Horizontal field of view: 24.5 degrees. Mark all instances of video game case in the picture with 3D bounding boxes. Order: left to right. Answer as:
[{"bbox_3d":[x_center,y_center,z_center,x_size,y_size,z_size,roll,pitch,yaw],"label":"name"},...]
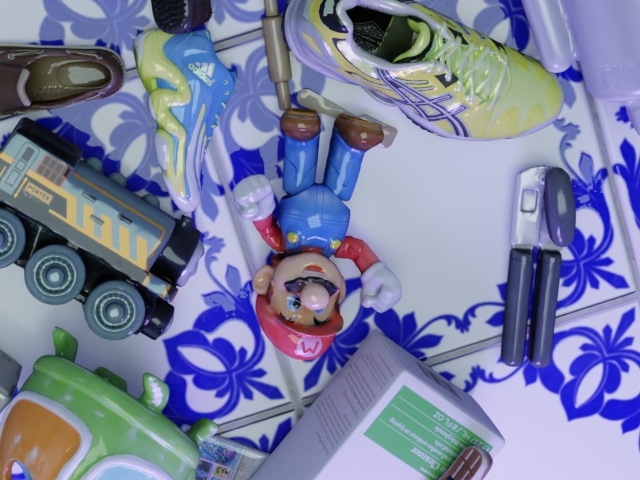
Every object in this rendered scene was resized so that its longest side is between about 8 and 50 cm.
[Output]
[{"bbox_3d":[-0.152,0.346,2.040,0.143,0.019,0.157,21,101,-9],"label":"video game case"}]

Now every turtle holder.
[{"bbox_3d":[-0.286,0.281,1.892,0.243,0.320,0.227,27,74,11],"label":"turtle holder"}]

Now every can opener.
[{"bbox_3d":[0.291,0.039,1.969,0.076,0.095,0.283,3,102,-5],"label":"can opener"}]

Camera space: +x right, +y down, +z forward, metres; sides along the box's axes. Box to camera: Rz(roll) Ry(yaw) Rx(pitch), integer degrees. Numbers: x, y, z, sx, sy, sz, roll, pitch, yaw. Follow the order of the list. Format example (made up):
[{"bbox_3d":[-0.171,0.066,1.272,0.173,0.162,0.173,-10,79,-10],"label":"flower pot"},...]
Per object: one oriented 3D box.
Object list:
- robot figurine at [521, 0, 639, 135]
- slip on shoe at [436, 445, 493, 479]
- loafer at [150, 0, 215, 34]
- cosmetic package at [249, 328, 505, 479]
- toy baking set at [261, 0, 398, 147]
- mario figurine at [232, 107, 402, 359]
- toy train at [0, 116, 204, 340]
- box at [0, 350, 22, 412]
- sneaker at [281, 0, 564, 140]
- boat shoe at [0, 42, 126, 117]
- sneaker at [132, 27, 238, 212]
[{"bbox_3d":[0.407,-0.309,1.844,0.300,0.200,0.353,-17,104,6],"label":"robot figurine"},{"bbox_3d":[0.170,0.320,1.898,0.135,0.051,0.041,-53,146,9],"label":"slip on shoe"},{"bbox_3d":[-0.175,-0.368,1.852,0.080,0.078,0.220,2,95,34],"label":"loafer"},{"bbox_3d":[0.046,0.329,1.976,0.197,0.155,0.365,35,97,-22],"label":"cosmetic package"},{"bbox_3d":[0.025,-0.240,1.913,0.196,0.030,0.256,-4,103,-4],"label":"toy baking set"},{"bbox_3d":[0.000,0.000,1.884,0.198,0.170,0.321,12,100,25],"label":"mario figurine"},{"bbox_3d":[-0.311,-0.010,1.888,0.334,0.142,0.190,32,89,-12],"label":"toy train"},{"bbox_3d":[-0.534,0.266,1.924,0.121,0.148,0.311,38,96,-11],"label":"box"},{"bbox_3d":[0.141,-0.215,1.852,0.384,0.147,0.145,15,90,-19],"label":"sneaker"},{"bbox_3d":[-0.375,-0.203,1.853,0.257,0.095,0.095,-10,104,-3],"label":"boat shoe"},{"bbox_3d":[-0.157,-0.159,1.886,0.126,0.091,0.240,-13,105,-4],"label":"sneaker"}]
